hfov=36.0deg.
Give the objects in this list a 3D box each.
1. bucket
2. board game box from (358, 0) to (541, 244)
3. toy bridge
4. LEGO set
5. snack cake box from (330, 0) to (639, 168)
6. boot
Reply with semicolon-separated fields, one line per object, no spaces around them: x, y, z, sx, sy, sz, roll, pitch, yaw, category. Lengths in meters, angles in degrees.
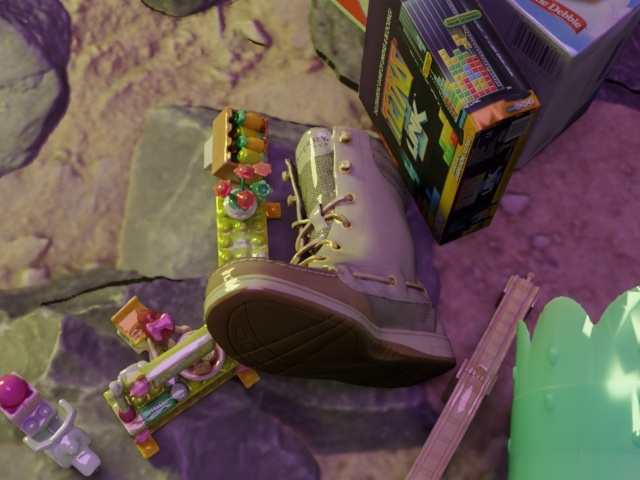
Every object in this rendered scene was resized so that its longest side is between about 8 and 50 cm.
0.225;0.154;0.519;0.281;0.281;0.183;12;72;2;bucket
0.079;-0.095;0.667;0.048;0.170;0.141;-23;69;-11;board game box
0.098;0.096;0.642;0.026;0.063;0.188;29;68;10;toy bridge
-0.083;0.024;0.640;0.132;0.107;0.287;29;68;10;LEGO set
0.096;-0.196;0.723;0.089;0.152;0.264;-39;74;-18;snack cake box
0.000;0.000;0.621;0.077;0.213;0.165;-26;61;31;boot
